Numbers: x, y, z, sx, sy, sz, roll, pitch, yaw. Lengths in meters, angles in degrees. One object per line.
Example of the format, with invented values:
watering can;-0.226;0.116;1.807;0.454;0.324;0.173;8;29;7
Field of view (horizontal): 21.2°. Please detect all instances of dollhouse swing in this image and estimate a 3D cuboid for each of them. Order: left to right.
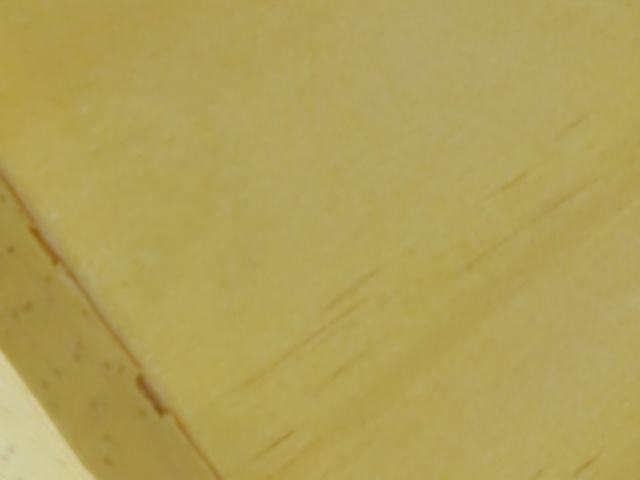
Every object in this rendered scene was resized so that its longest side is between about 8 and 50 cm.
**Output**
dollhouse swing;0.000;0.000;0.480;0.315;0.305;0.347;-14;116;47
